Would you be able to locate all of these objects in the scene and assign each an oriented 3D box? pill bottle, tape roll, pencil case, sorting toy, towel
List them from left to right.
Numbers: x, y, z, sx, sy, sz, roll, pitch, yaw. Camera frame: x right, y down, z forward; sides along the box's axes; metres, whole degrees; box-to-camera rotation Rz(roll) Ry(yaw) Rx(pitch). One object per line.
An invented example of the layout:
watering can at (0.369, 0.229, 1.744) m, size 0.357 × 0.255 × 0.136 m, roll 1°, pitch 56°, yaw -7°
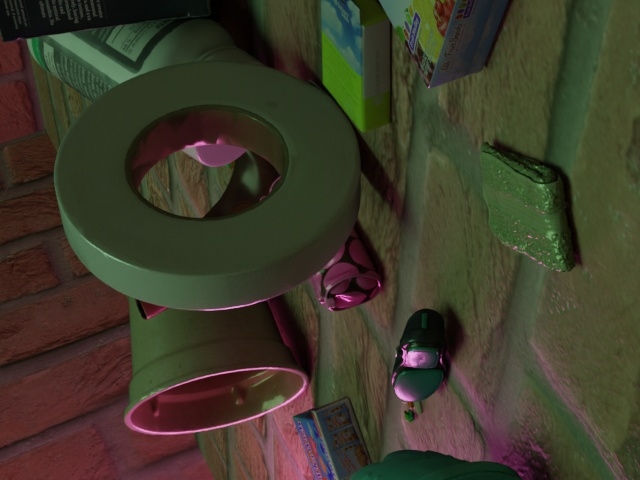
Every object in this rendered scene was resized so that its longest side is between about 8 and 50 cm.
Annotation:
pill bottle at (-0.254, -0.269, 1.998) m, size 0.361 × 0.204 × 0.204 m, roll 35°, pitch 148°, yaw 26°
tape roll at (-0.140, -0.081, 1.693) m, size 0.072 × 0.392 × 0.392 m, roll 90°, pitch 154°, yaw -48°
pencil case at (0.000, 0.000, 1.845) m, size 0.209 × 0.098 × 0.095 m, roll 59°, pitch 160°, yaw 30°
sorting toy at (0.123, 0.222, 1.860) m, size 0.062 × 0.012 × 0.083 m, roll -155°, pitch 47°, yaw -67°
towel at (0.198, -0.032, 1.300) m, size 0.148 × 0.027 × 0.110 m, roll 36°, pitch 144°, yaw 62°

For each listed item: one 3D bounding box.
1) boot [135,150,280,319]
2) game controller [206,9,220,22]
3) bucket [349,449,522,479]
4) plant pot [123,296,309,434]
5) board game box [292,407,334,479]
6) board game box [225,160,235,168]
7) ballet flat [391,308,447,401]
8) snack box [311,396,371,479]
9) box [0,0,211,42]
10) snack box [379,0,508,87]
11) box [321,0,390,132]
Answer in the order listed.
boot at (-0.193, -0.035, 2.092) m, size 0.096 × 0.280 × 0.264 m, roll 50°, pitch 154°, yaw 49°
game controller at (-0.244, -0.416, 2.192) m, size 0.319 × 0.067 × 0.166 m, roll 34°, pitch 141°, yaw 62°
bucket at (0.146, 0.378, 1.535) m, size 0.183 × 0.281 × 0.281 m, roll -11°, pitch 99°, yaw 64°
plant pot at (-0.218, 0.151, 2.399) m, size 0.334 × 0.334 × 0.305 m, roll 107°, pitch 150°, yaw -64°
board game box at (0.022, 0.374, 2.297) m, size 0.210 × 0.047 × 0.160 m, roll 158°, pitch 92°, yaw -74°
board game box at (-0.196, -0.220, 2.332) m, size 0.259 × 0.039 × 0.124 m, roll 41°, pitch 148°, yaw 54°
ballet flat at (0.127, 0.140, 1.676) m, size 0.203 × 0.074 × 0.074 m, roll 91°, pitch 154°, yaw -64°
snack box at (0.044, 0.350, 2.170) m, size 0.022 × 0.064 × 0.178 m, roll 174°, pitch 77°, yaw -74°
box at (-0.319, -0.448, 1.884) m, size 0.296 × 0.294 × 0.183 m, roll -104°, pitch 8°, yaw -48°
snack box at (0.098, -0.279, 1.258) m, size 0.174 × 0.070 × 0.207 m, roll 102°, pitch 146°, yaw -62°
box at (0.040, -0.227, 1.549) m, size 0.109 × 0.042 × 0.178 m, roll 55°, pitch 158°, yaw 40°
